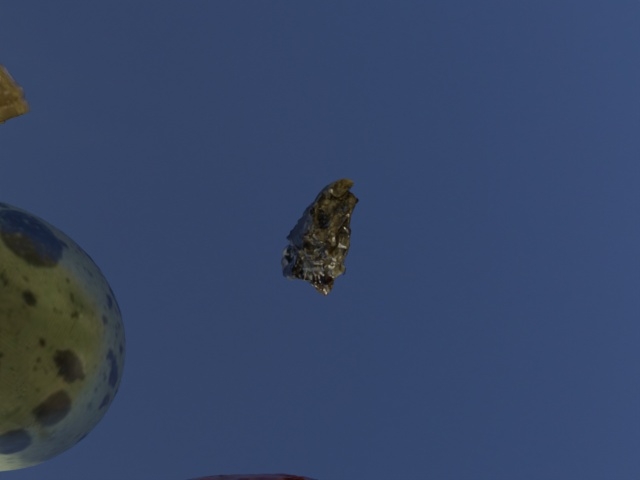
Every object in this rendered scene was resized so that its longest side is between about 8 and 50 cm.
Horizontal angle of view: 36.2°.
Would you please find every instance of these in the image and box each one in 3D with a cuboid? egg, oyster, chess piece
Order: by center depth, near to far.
[{"bbox_3d":[-0.345,-0.177,0.991,0.066,0.066,0.122,-23,-73,-18],"label":"chess piece"},{"bbox_3d":[-0.375,0.100,1.092,0.288,0.287,0.379,-37,-34,-15],"label":"egg"},{"bbox_3d":[-0.002,-0.010,1.160,0.051,0.103,0.148,14,-76,-41],"label":"oyster"}]

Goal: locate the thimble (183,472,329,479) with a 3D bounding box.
[{"bbox_3d":[-0.077,0.307,0.561,0.350,0.230,0.350,0,-89,16],"label":"thimble"}]
